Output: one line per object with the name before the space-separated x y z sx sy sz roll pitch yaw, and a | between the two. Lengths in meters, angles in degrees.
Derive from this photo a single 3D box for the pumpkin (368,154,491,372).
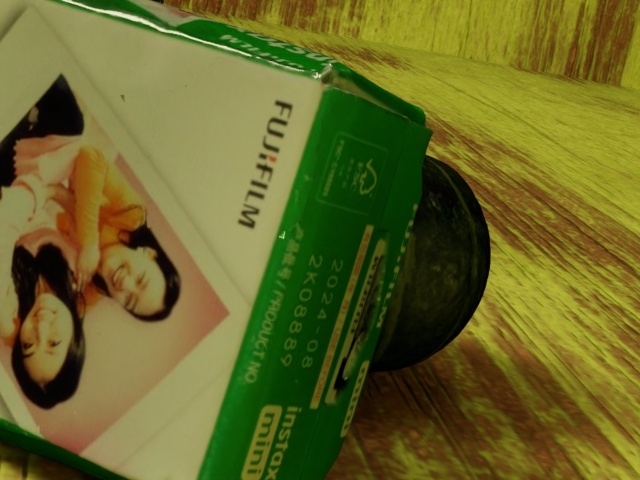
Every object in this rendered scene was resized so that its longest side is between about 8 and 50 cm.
pumpkin | 0.000 0.003 0.730 0.167 0.125 0.167 4 21 -1

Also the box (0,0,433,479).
box | -0.094 -0.010 0.590 0.250 0.180 0.103 19 3 24

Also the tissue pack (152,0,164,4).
tissue pack | -0.269 -0.156 0.912 0.264 0.253 0.416 13 11 10
